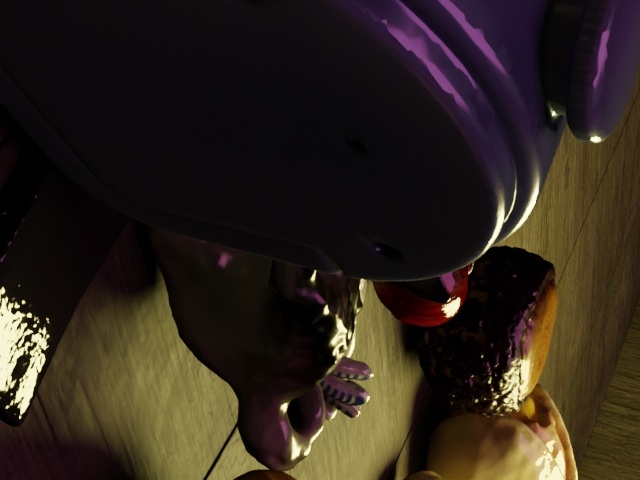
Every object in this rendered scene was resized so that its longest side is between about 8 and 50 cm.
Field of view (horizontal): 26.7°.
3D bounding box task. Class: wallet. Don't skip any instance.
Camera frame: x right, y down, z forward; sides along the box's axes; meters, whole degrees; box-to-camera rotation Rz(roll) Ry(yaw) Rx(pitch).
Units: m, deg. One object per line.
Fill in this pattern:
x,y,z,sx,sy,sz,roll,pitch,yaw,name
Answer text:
-0.172,-0.007,0.894,0.124,0.025,0.244,69,37,-56,wallet

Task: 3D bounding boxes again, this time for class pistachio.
0.268,0.344,1.992,0.230,0.230,0.308,-50,143,-51,pistachio

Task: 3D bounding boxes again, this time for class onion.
0.117,0.033,1.548,0.131,0.131,0.131,14,90,-70,onion

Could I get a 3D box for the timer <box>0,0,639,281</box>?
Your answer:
-0.018,-0.131,0.699,0.173,0.395,0.395,-65,157,-22,timer

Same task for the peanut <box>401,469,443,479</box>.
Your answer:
0.114,0.454,1.813,0.136,0.120,0.298,39,61,-46,peanut

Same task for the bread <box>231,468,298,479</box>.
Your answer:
-0.033,0.310,1.098,0.211,0.270,0.316,-66,160,7,bread

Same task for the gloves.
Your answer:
0.011,0.076,1.333,0.119,0.097,0.229,-44,136,-61,gloves

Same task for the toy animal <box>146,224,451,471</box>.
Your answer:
0.000,0.000,1.133,0.344,0.194,0.302,-51,143,-43,toy animal

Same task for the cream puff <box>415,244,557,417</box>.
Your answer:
0.225,0.119,1.818,0.239,0.165,0.239,14,90,-70,cream puff
